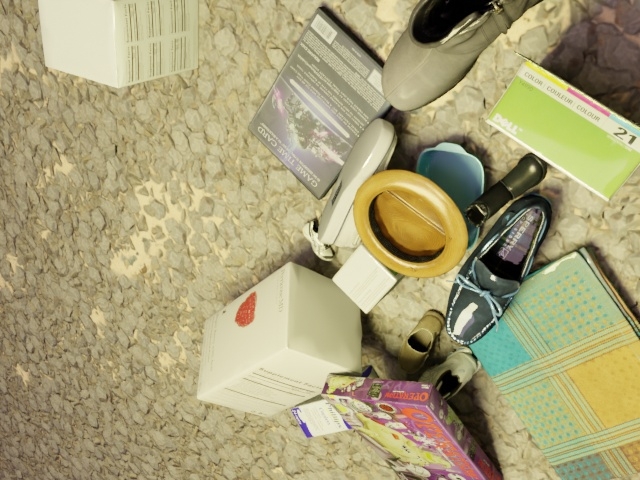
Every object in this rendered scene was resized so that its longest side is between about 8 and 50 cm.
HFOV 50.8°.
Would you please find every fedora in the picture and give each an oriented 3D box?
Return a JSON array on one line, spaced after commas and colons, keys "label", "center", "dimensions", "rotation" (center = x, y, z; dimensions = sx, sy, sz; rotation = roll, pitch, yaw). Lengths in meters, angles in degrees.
[{"label": "fedora", "center": [0.148, -0.036, 1.062], "dimensions": [0.194, 0.079, 0.194], "rotation": [15, 125, 22]}]

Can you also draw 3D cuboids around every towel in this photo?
[{"label": "towel", "center": [0.407, 0.214, 1.076], "dimensions": [0.271, 0.040, 0.370], "rotation": [-34, 91, 40]}]

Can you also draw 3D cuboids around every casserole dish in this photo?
[{"label": "casserole dish", "center": [0.209, -0.069, 1.080], "dimensions": [0.114, 0.037, 0.188], "rotation": [14, 120, 29]}]

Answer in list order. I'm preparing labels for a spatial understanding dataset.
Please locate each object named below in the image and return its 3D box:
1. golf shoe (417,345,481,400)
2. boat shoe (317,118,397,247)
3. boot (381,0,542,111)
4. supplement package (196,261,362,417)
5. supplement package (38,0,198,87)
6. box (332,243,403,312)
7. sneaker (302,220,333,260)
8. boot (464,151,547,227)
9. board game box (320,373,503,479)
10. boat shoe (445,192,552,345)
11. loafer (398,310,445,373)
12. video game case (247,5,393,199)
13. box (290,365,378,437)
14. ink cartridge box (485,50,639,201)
[{"label": "golf shoe", "center": [0.212, 0.259, 1.203], "dimensions": [0.069, 0.086, 0.176], "rotation": [40, 130, 11]}, {"label": "boat shoe", "center": [0.078, -0.084, 1.131], "dimensions": [0.088, 0.096, 0.268], "rotation": [15, 128, -14]}, {"label": "boot", "center": [0.162, -0.281, 0.884], "dimensions": [0.118, 0.222, 0.338], "rotation": [50, 129, 4]}, {"label": "supplement package", "center": [-0.080, 0.197, 1.278], "dimensions": [0.175, 0.178, 0.293], "rotation": [25, 138, -31]}, {"label": "supplement package", "center": [-0.360, -0.384, 1.220], "dimensions": [0.194, 0.203, 0.149], "rotation": [21, 122, 26]}, {"label": "box", "center": [0.097, 0.050, 1.172], "dimensions": [0.087, 0.101, 0.102], "rotation": [44, 128, 10]}, {"label": "sneaker", "center": [0.000, 0.000, 1.262], "dimensions": [0.083, 0.032, 0.037], "rotation": [52, 131, 2]}, {"label": "boot", "center": [0.264, -0.070, 0.974], "dimensions": [0.045, 0.099, 0.121], "rotation": [53, 161, 9]}, {"label": "board game box", "center": [0.170, 0.351, 1.199], "dimensions": [0.208, 0.056, 0.347], "rotation": [-7, 136, 34]}, {"label": "boat shoe", "center": [0.256, 0.044, 1.013], "dimensions": [0.109, 0.089, 0.258], "rotation": [23, 103, 11]}, {"label": "loafer", "center": [0.174, 0.189, 1.218], "dimensions": [0.056, 0.050, 0.148], "rotation": [32, 126, 19]}, {"label": "video game case", "center": [0.001, -0.226, 1.158], "dimensions": [0.196, 0.026, 0.274], "rotation": [46, 130, 8]}, {"label": "box", "center": [0.037, 0.318, 1.327], "dimensions": [0.137, 0.126, 0.072], "rotation": [-26, 94, 41]}, {"label": "ink cartridge box", "center": [0.303, -0.137, 0.828], "dimensions": [0.188, 0.255, 0.097], "rotation": [38, 111, 15]}]
